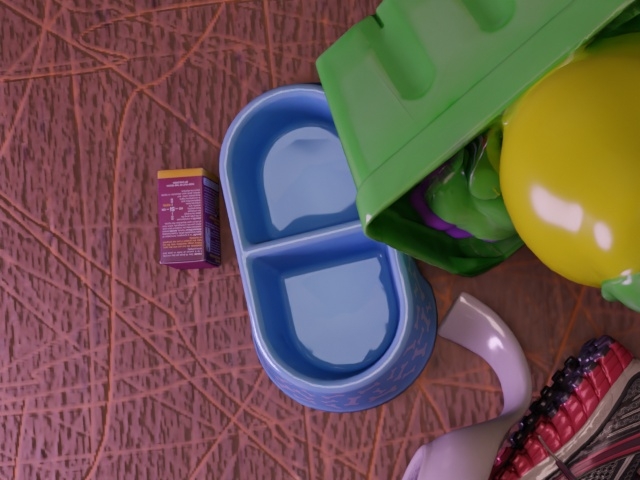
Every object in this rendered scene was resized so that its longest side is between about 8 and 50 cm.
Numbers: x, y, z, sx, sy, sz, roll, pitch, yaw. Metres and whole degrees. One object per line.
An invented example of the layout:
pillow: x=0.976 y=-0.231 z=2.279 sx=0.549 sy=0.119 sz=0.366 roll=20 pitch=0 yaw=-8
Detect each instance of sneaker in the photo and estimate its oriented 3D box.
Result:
sneaker: x=0.181 y=0.224 z=1.354 sx=0.112 sy=0.121 sz=0.299 roll=39 pitch=95 yaw=-1

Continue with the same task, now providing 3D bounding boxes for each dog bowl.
dog bowl: x=0.000 y=0.000 z=1.432 sx=0.166 sy=0.074 sz=0.297 roll=-13 pitch=81 yaw=8

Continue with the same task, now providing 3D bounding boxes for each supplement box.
supplement box: x=-0.115 y=-0.019 z=1.463 sx=0.043 sy=0.055 sz=0.083 roll=-4 pitch=82 yaw=10

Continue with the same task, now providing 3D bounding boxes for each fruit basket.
fruit basket: x=0.214 y=-0.086 z=1.270 sx=0.392 sy=0.283 sz=0.392 roll=-6 pitch=77 yaw=27

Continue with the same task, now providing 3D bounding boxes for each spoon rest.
spoon rest: x=0.117 y=0.162 z=1.324 sx=0.084 sy=0.137 sz=0.276 roll=22 pitch=44 yaw=-5
